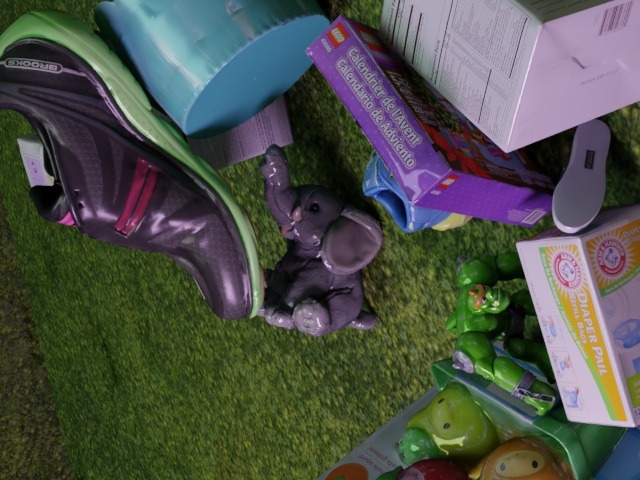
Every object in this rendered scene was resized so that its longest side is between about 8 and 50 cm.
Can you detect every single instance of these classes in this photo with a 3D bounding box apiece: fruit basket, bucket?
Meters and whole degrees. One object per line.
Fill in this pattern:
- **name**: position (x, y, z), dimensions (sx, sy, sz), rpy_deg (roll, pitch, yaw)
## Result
- **fruit basket**: position (0.162, 0.260, 1.482), dimensions (0.327, 0.353, 0.165), rpy_deg (29, 143, 51)
- **bucket**: position (-0.134, -0.275, 1.737), dimensions (0.183, 0.281, 0.281), rpy_deg (52, 149, 12)

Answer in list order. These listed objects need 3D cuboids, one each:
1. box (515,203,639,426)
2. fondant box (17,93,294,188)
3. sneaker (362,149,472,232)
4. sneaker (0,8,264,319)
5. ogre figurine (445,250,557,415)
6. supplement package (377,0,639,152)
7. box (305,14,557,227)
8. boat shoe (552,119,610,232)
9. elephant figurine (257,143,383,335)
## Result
- **box**: position (0.299, 0.076, 1.375), dimensions (0.103, 0.114, 0.203), rpy_deg (-6, 102, 61)
- **fondant box**: position (-0.241, -0.146, 1.943), dimensions (0.238, 0.330, 0.096), rpy_deg (16, 122, 57)
- **sneaker**: position (0.100, -0.119, 1.577), dimensions (0.091, 0.126, 0.240), rpy_deg (-22, 90, 62)
- **sneaker**: position (-0.256, -0.068, 1.717), dimensions (0.483, 0.202, 0.185), rpy_deg (49, 168, -16)
- **ogre figurine**: position (0.203, 0.089, 1.457), dimensions (0.097, 0.118, 0.197), rpy_deg (125, 155, -75)
- **supplement package**: position (0.197, -0.222, 1.261), dimensions (0.203, 0.194, 0.149), rpy_deg (47, 145, 33)
- **box**: position (0.127, -0.116, 1.385), dimensions (0.057, 0.293, 0.201), rpy_deg (-43, 67, 21)
- **boat shoe**: position (0.264, -0.059, 1.347), dimensions (0.049, 0.142, 0.040), rpy_deg (18, 147, 8)
- **elephant figurine**: position (0.000, 0.000, 1.826), dimensions (0.169, 0.186, 0.239), rpy_deg (16, 100, 16)
